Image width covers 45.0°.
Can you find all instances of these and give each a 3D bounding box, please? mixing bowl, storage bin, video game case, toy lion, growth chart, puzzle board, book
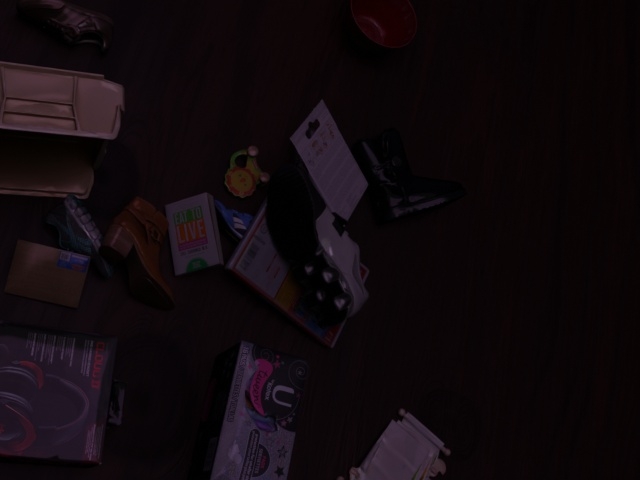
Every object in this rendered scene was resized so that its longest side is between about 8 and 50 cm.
[{"bbox_3d":[0.131,-0.521,1.863,0.181,0.098,0.182,9,69,-23],"label":"mixing bowl"},{"bbox_3d":[-0.493,-0.180,1.332,0.260,0.262,0.123,3,69,-26],"label":"storage bin"},{"bbox_3d":[-0.040,0.060,1.588,0.285,0.025,0.204,40,59,-21],"label":"video game case"},{"bbox_3d":[-0.162,-0.139,1.623,0.096,0.034,0.100,-20,82,-23],"label":"toy lion"},{"bbox_3d":[0.159,0.466,1.579,0.172,0.021,0.237,50,58,-4],"label":"growth chart"},{"bbox_3d":[-0.485,0.060,1.378,0.128,0.011,0.096,15,89,-19],"label":"puzzle board"},{"bbox_3d":[-0.247,-0.010,1.507,0.096,0.035,0.144,-15,76,12],"label":"book"}]

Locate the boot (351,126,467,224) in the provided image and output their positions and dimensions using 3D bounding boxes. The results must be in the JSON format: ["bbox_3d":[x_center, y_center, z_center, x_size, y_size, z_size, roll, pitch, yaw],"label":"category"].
[{"bbox_3d":[0.206,-0.163,1.778,0.246,0.094,0.207,-16,84,-24],"label":"boot"}]

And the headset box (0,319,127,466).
[{"bbox_3d":[-0.472,0.255,1.278,0.293,0.110,0.218,12,67,-23],"label":"headset box"}]

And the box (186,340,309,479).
[{"bbox_3d":[-0.128,0.328,1.396,0.142,0.163,0.247,19,66,-19],"label":"box"}]

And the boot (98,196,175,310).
[{"bbox_3d":[-0.318,0.023,1.460,0.197,0.073,0.152,56,33,-29],"label":"boot"}]

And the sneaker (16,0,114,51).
[{"bbox_3d":[-0.503,-0.426,1.526,0.188,0.066,0.071,7,71,-24],"label":"sneaker"}]

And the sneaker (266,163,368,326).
[{"bbox_3d":[0.000,0.000,1.558,0.146,0.122,0.331,-21,90,-55],"label":"sneaker"}]

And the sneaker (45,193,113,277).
[{"bbox_3d":[-0.442,0.002,1.420,0.076,0.065,0.167,-29,98,-2],"label":"sneaker"}]

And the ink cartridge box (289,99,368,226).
[{"bbox_3d":[0.007,-0.155,1.628,0.225,0.056,0.181,57,38,-22],"label":"ink cartridge box"}]

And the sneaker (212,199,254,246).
[{"bbox_3d":[-0.171,-0.035,1.569,0.144,0.053,0.059,47,59,-16],"label":"sneaker"}]

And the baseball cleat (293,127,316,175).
[{"bbox_3d":[-0.031,-0.158,1.650,0.109,0.072,0.206,38,45,-64],"label":"baseball cleat"}]
